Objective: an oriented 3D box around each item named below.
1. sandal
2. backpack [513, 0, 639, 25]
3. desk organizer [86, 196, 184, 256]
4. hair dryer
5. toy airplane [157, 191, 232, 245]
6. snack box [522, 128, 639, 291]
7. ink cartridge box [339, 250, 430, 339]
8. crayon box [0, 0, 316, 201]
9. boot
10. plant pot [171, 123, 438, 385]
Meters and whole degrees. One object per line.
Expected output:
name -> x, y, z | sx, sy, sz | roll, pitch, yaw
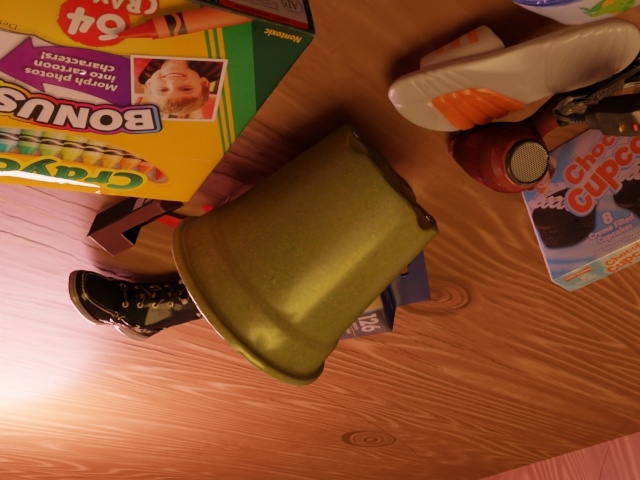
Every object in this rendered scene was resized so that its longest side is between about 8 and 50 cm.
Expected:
sandal -> 0.206, -0.195, 0.708 | 0.265, 0.076, 0.102 | -11, 145, 28
backpack -> 0.192, -0.303, 0.366 | 0.273, 0.290, 0.355 | -5, 155, -24
desk organizer -> -0.260, -0.029, 0.902 | 0.130, 0.047, 0.050 | -23, 128, 23
hair dryer -> 0.270, -0.131, 0.751 | 0.293, 0.223, 0.080 | -12, 112, 45
toy airplane -> -0.169, -0.021, 0.956 | 0.151, 0.028, 0.151 | -4, 146, -2
snack box -> 0.422, -0.086, 0.814 | 0.060, 0.187, 0.322 | 25, 135, -38
ink cartridge box -> 0.036, 0.088, 1.120 | 0.307, 0.072, 0.303 | -10, 146, 9
crayon box -> -0.240, -0.164, 0.588 | 0.363, 0.106, 0.313 | 5, 152, -32
boot -> -0.278, 0.089, 1.054 | 0.178, 0.085, 0.236 | -16, 152, 11
plant pot -> 0.000, 0.000, 0.819 | 0.254, 0.276, 0.276 | -40, 137, 14
